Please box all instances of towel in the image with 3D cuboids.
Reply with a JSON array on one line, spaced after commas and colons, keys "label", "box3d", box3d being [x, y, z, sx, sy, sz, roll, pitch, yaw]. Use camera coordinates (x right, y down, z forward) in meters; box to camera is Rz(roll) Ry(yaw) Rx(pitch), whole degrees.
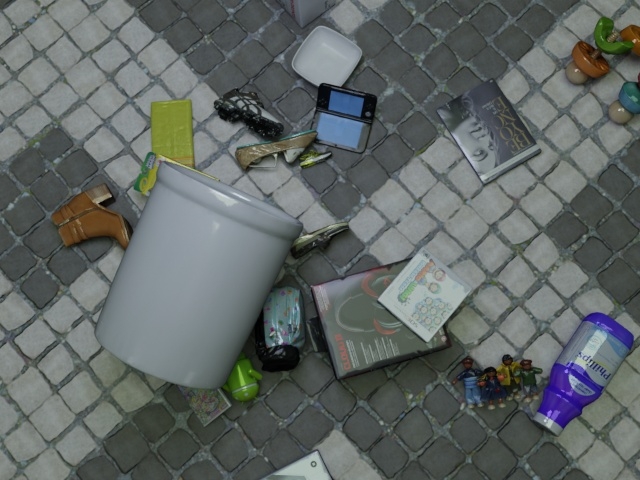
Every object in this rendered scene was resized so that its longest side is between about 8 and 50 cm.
[{"label": "towel", "box3d": [-0.357, -0.226, 1.891, 0.102, 0.021, 0.237, -4, 78, -3]}]

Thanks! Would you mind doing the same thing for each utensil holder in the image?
[{"label": "utensil holder", "box3d": [-0.257, 0.073, 1.643, 0.327, 0.327, 0.385, 24, 95, 6]}]

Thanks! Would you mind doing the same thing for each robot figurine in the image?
[{"label": "robot figurine", "box3d": [-0.178, 0.309, 1.753, 0.101, 0.067, 0.115, -26, 78, 24]}]

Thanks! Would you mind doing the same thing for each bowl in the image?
[{"label": "bowl", "box3d": [0.015, -0.435, 1.906, 0.142, 0.053, 0.142, 33, 81, 7]}]

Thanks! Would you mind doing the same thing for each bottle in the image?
[{"label": "bottle", "box3d": [0.572, 0.298, 1.726, 0.118, 0.092, 0.283, 37, 82, 3]}]

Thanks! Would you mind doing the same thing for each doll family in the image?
[{"label": "doll family", "box3d": [0.392, 0.307, 1.736, 0.193, 0.076, 0.111, -12, 98, -6]}]

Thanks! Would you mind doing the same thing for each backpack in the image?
[{"label": "backpack", "box3d": [-0.090, 0.192, 1.748, 0.115, 0.152, 0.182, 0, 67, -5]}]

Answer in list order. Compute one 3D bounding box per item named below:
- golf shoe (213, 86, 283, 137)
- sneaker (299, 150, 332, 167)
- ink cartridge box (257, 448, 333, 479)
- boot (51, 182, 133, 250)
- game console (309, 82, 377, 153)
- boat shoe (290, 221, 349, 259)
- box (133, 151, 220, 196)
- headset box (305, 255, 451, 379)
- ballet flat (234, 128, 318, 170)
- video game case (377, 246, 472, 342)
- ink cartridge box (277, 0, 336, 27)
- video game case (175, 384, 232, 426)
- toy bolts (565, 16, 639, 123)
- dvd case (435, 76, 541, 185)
[{"label": "golf shoe", "box3d": [-0.158, -0.314, 1.858, 0.198, 0.077, 0.094, 27, 65, 23]}, {"label": "sneaker", "box3d": [-0.013, -0.203, 1.871, 0.083, 0.031, 0.035, -20, 78, -3]}, {"label": "ink cartridge box", "box3d": [-0.054, 0.606, 1.701, 0.224, 0.045, 0.223, -28, 80, -4]}, {"label": "boot", "box3d": [-0.529, -0.024, 1.828, 0.152, 0.073, 0.197, -31, 68, -6]}, {"label": "game console", "box3d": [0.052, -0.292, 1.864, 0.144, 0.124, 0.085, 14, 53, 4]}, {"label": "boat shoe", "box3d": [0.000, 0.000, 1.822, 0.152, 0.056, 0.049, -22, 84, 7]}, {"label": "box", "box3d": [-0.338, -0.130, 1.835, 0.179, 0.043, 0.105, 24, 93, -6]}, {"label": "headset box", "box3d": [0.117, 0.178, 1.751, 0.293, 0.110, 0.218, -15, 79, -2]}, {"label": "ballet flat", "box3d": [-0.099, -0.211, 1.861, 0.206, 0.073, 0.067, -13, 90, 7]}, {"label": "video game case", "box3d": [0.227, 0.117, 1.696, 0.143, 0.019, 0.157, 41, 80, 7]}, {"label": "ink cartridge box", "box3d": [-0.093, -0.680, 1.882, 0.117, 0.201, 0.278, -40, 81, -6]}, {"label": "video game case", "box3d": [-0.265, 0.346, 1.759, 0.087, 0.011, 0.122, -40, 79, 19]}, {"label": "toy bolts", "box3d": [0.720, -0.395, 1.869, 0.218, 0.158, 0.228, -13, 63, -42]}, {"label": "dvd case", "box3d": [0.404, -0.264, 1.882, 0.164, 0.018, 0.221, -29, 80, -5]}]
